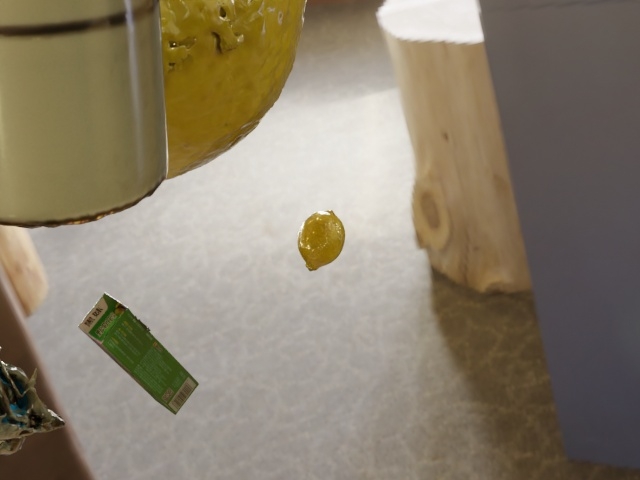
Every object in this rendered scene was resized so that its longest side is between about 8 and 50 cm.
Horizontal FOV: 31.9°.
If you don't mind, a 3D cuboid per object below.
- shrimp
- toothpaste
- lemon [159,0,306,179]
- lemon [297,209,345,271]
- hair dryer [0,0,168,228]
[{"bbox_3d":[-0.200,0.074,0.562,0.082,0.174,0.076,-6,51,27],"label":"shrimp"},{"bbox_3d":[-0.174,0.114,1.096,0.037,0.178,0.043,29,73,31],"label":"toothpaste"},{"bbox_3d":[-0.187,-0.214,1.042,0.349,0.387,0.350,4,63,-8],"label":"lemon"},{"bbox_3d":[0.000,0.000,1.426,0.062,0.083,0.062,21,4,-1],"label":"lemon"},{"bbox_3d":[-0.117,-0.167,0.653,0.128,0.203,0.362,4,25,12],"label":"hair dryer"}]
